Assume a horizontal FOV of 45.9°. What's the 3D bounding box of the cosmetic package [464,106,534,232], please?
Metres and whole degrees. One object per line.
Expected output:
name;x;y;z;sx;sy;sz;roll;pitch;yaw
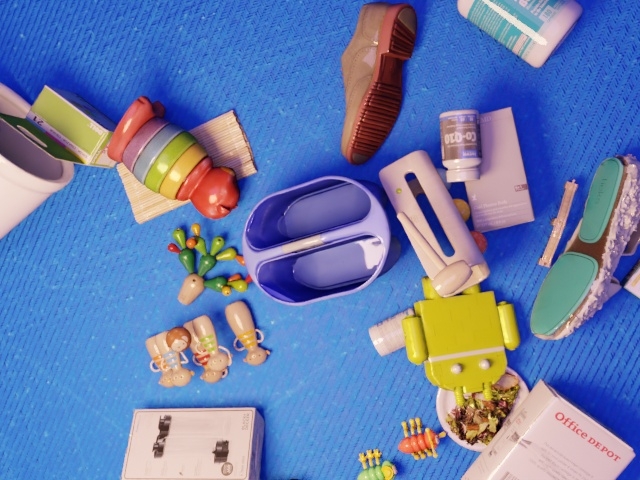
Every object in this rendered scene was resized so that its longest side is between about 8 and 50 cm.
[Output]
cosmetic package;0.357;-0.145;1.561;0.127;0.107;0.237;-13;92;15

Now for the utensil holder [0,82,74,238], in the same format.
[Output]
utensil holder;-0.809;-0.133;1.686;0.385;0.327;0.327;-38;84;13

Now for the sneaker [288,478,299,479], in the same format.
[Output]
sneaker;0.006;0.728;1.615;0.202;0.185;0.482;-37;86;14

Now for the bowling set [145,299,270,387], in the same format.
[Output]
bowling set;-0.280;0.256;1.656;0.287;0.200;0.154;-24;88;15

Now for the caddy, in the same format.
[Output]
caddy;0.000;0.000;1.563;0.341;0.179;0.241;-16;87;28

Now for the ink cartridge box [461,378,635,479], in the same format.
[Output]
ink cartridge box;0.456;0.459;1.534;0.207;0.117;0.283;36;97;-3

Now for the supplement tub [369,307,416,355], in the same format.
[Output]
supplement tub;0.166;0.196;1.624;0.107;0.071;0.071;-27;86;10

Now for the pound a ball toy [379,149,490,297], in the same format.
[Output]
pound a ball toy;0.235;-0.032;1.484;0.136;0.208;0.319;-28;65;7

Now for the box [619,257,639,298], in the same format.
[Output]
box;0.735;0.125;1.513;0.244;0.060;0.100;37;98;8

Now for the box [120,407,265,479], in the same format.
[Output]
box;-0.279;0.463;1.676;0.290;0.087;0.169;-4;58;10

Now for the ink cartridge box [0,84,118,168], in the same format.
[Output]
ink cartridge box;-0.559;-0.254;1.661;0.189;0.255;0.097;36;98;8

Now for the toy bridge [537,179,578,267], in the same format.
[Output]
toy bridge;0.490;-0.036;1.556;0.026;0.063;0.188;18;96;10

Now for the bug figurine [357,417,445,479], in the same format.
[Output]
bug figurine;0.202;0.538;1.626;0.216;0.072;0.279;-23;88;11

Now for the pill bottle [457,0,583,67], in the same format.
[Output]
pill bottle;0.380;-0.479;1.523;0.264;0.146;0.146;38;98;8

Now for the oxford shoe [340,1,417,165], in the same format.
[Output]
oxford shoe;0.100;-0.336;1.619;0.130;0.123;0.348;22;98;36

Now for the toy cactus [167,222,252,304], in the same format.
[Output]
toy cactus;-0.264;0.071;1.700;0.219;0.112;0.180;34;107;0

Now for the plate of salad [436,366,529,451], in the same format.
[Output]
plate of salad;0.346;0.353;1.604;0.200;0.048;0.199;0;92;11

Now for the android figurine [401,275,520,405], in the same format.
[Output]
android figurine;0.292;0.200;1.565;0.248;0.056;0.272;-5;78;-12

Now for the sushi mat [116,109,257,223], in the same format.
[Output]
sushi mat;-0.308;-0.167;1.735;0.317;0.019;0.151;-23;86;11

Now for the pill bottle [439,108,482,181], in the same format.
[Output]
pill bottle;0.277;-0.185;1.489;0.078;0.078;0.137;-4;91;11

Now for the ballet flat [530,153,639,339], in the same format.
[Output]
ballet flat;0.567;0.030;1.516;0.147;0.147;0.408;24;97;10

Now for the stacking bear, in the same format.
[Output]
stacking bear;-0.301;-0.159;1.650;0.289;0.175;0.164;37;96;0
